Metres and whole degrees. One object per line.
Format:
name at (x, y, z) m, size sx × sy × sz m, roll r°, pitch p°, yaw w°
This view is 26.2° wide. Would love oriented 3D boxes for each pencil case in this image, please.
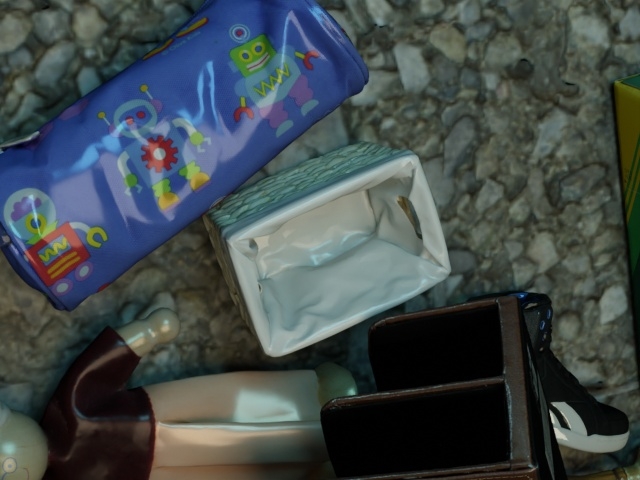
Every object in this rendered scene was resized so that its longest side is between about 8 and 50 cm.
pencil case at (-0.115, -0.080, 1.008) m, size 0.306 × 0.119 × 0.133 m, roll -37°, pitch 106°, yaw -8°

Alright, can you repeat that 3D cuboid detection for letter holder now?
letter holder at (0.084, 0.204, 1.113) m, size 0.214 × 0.152 × 0.302 m, roll -9°, pitch 140°, yaw 12°

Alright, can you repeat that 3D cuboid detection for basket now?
basket at (0.000, 0.000, 1.088) m, size 0.167 × 0.103 × 0.113 m, roll -24°, pitch 114°, yaw -15°

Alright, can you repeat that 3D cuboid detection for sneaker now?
sneaker at (0.202, 0.111, 1.219) m, size 0.217 × 0.079 × 0.121 m, roll 15°, pitch 99°, yaw -26°

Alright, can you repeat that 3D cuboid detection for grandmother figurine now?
grandmother figurine at (-0.141, 0.153, 1.082) m, size 0.342 × 0.104 × 0.208 m, roll -3°, pitch 100°, yaw -24°

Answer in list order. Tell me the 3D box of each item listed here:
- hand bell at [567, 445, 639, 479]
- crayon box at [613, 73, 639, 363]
hand bell at (0.270, 0.225, 1.284) m, size 0.242 × 0.126 × 0.126 m, roll -8°, pitch 109°, yaw -8°
crayon box at (0.461, -0.033, 1.268) m, size 0.363 × 0.106 × 0.313 m, roll -17°, pitch 110°, yaw -18°
